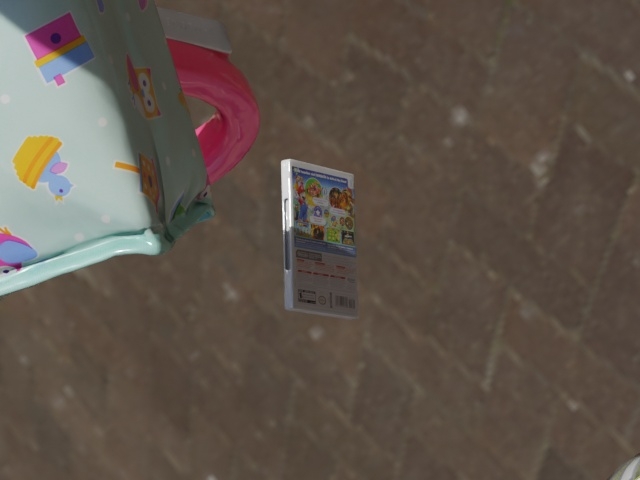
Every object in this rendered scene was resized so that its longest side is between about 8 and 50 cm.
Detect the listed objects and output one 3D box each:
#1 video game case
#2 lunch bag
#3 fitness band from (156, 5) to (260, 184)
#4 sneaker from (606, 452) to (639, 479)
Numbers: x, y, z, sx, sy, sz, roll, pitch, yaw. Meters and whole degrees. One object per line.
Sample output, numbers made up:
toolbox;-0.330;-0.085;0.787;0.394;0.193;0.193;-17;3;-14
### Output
video game case;0.000;0.000;1.548;0.011;0.087;0.122;-9;77;38
lunch bag;-0.217;-0.070;1.044;0.262;0.160;0.223;-16;99;16
fitness band;-0.173;-0.078;1.260;0.209;0.291;0.054;-40;58;36
sneaker;0.302;0.184;1.506;0.111;0.300;0.121;58;-179;-10
